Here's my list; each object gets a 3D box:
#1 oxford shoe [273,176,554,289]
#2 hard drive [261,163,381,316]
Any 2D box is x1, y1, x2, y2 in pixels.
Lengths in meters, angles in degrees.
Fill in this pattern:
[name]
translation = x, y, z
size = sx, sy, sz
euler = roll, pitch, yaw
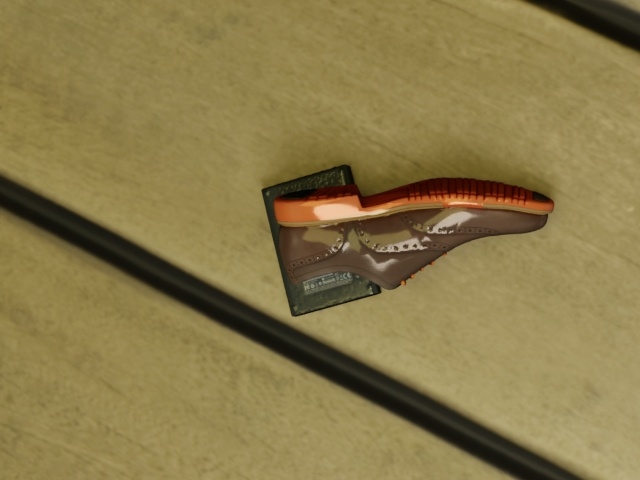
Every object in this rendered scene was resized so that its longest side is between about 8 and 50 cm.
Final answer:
[oxford shoe]
translation = 0.093, -0.006, 1.766
size = 0.271, 0.097, 0.098
euler = -3, 100, 9
[hard drive]
translation = 0.000, 0.000, 1.828
size = 0.094, 0.022, 0.135
euler = -16, 82, 16
